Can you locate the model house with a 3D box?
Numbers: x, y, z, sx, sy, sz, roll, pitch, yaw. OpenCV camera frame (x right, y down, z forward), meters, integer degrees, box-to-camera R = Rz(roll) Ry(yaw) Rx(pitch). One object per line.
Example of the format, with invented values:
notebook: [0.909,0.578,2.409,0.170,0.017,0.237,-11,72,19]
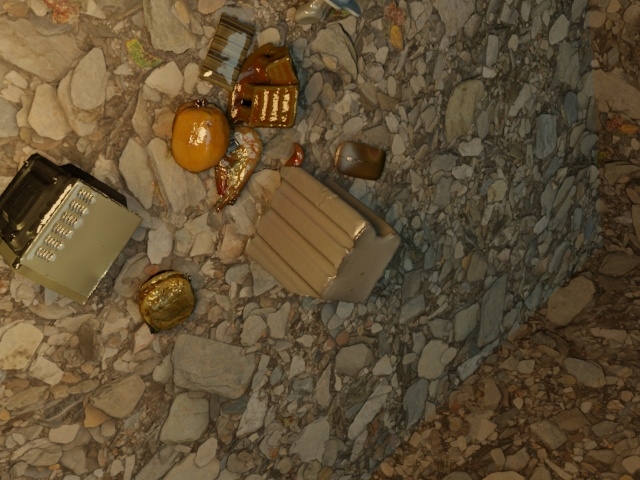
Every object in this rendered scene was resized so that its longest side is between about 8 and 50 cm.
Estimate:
model house: [-0.146,-0.457,1.872,0.173,0.239,0.268,-4,110,-38]

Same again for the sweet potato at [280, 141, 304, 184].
sweet potato: [-0.102,-0.234,2.119,0.202,0.055,0.058,-70,162,6]

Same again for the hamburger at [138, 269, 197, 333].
hamburger: [-0.480,0.184,1.938,0.183,0.130,0.206,-31,142,-26]

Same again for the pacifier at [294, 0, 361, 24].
pacifier: [-0.003,-0.760,1.948,0.207,0.227,0.279,-47,162,28]

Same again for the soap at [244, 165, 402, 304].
soap: [0.000,0.000,2.004,0.213,0.435,0.350,17,107,-45]

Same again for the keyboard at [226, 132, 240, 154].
keyboard: [-0.324,-0.272,1.920,0.155,0.010,0.053,-34,104,-10]

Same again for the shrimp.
shrimp: [-0.280,-0.224,1.977,0.154,0.062,0.294,19,92,-30]

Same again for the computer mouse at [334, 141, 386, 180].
computer mouse: [0.157,-0.293,2.312,0.245,0.056,0.125,8,101,-40]

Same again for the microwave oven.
microwave oven: [-0.654,-0.048,1.531,0.218,0.355,0.286,38,82,-41]

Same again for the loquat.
loquat: [-0.348,-0.304,1.796,0.176,0.187,0.234,1,114,-32]

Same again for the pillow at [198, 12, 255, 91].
pillow: [-0.277,-0.556,1.848,0.113,0.038,0.203,21,95,-20]
